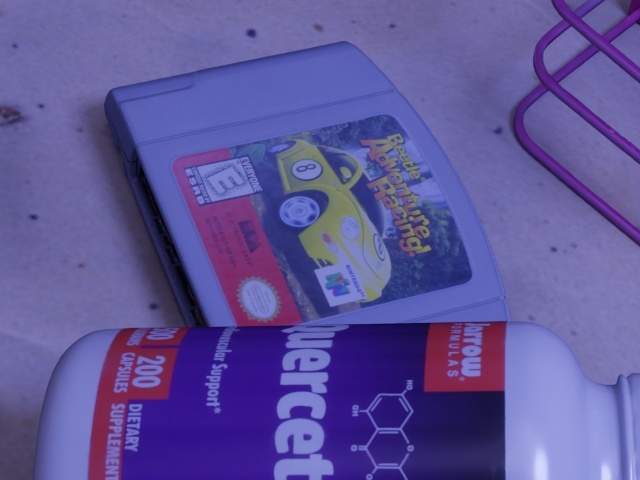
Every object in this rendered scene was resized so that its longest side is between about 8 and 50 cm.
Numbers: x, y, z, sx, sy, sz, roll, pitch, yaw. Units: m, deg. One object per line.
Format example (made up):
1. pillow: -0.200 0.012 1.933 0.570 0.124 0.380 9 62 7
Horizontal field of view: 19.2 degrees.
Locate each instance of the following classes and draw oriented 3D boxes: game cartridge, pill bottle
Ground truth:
1. game cartridge: 0.000 0.000 1.186 0.196 0.060 0.294 -12 57 -22
2. pill bottle: 0.025 0.132 0.974 0.322 0.181 0.182 -2 53 6

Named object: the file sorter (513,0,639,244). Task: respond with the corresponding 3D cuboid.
1. file sorter: 0.260 -0.145 1.186 0.202 0.291 0.182 40 61 19
